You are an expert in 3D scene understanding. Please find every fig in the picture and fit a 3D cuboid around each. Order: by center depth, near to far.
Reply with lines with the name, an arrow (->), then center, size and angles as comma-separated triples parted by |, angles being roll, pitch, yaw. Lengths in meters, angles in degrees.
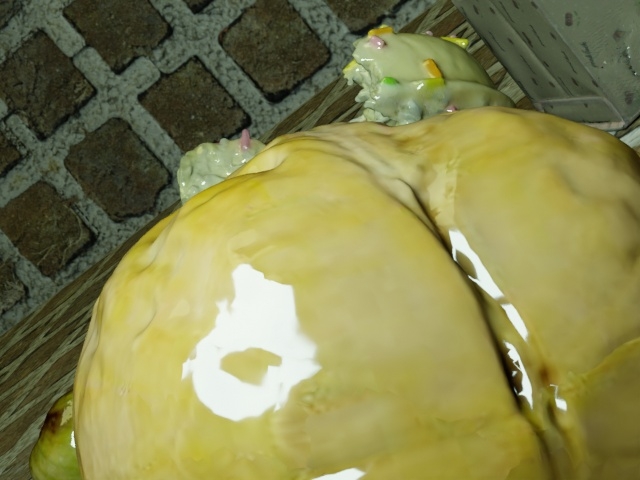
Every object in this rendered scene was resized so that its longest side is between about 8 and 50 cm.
fig -> -0.264, 0.227, 2.079 | 0.153, 0.121, 0.136 | -36, 16, 28

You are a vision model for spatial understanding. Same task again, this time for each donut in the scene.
donut -> 0.040, -0.088, 1.910 | 0.371, 0.150, 0.307 | -32, -24, 33

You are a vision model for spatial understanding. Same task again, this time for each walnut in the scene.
walnut -> 0.045, 0.087, 0.991 | 0.354, 0.308, 0.398 | -9, 5, -11

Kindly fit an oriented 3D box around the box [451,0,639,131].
box -> 0.317, -0.274, 1.855 | 0.297, 0.190, 0.225 | -43, 11, -8
